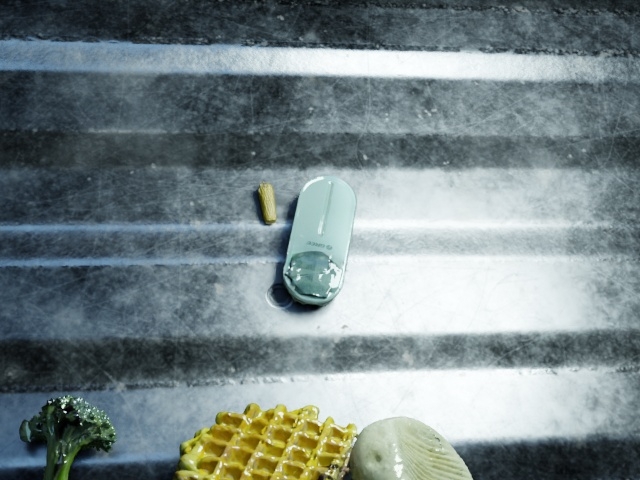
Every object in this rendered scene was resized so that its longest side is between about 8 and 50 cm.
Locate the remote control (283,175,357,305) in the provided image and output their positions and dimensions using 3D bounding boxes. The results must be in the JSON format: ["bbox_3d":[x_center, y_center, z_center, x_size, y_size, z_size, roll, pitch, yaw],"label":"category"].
[{"bbox_3d":[0.000,0.000,1.642,0.104,0.052,0.247,12,60,-1],"label":"remote control"}]

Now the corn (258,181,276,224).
[{"bbox_3d":[-0.091,-0.067,1.679,0.027,0.028,0.083,-14,62,6],"label":"corn"}]

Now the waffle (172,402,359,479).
[{"bbox_3d":[-0.060,0.322,1.363,0.309,0.065,0.283,-8,26,-32],"label":"waffle"}]

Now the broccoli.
[{"bbox_3d":[-0.366,0.323,1.379,0.122,0.118,0.204,23,72,-31],"label":"broccoli"}]

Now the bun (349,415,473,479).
[{"bbox_3d":[0.126,0.363,1.388,0.231,0.133,0.231,36,28,-22],"label":"bun"}]
